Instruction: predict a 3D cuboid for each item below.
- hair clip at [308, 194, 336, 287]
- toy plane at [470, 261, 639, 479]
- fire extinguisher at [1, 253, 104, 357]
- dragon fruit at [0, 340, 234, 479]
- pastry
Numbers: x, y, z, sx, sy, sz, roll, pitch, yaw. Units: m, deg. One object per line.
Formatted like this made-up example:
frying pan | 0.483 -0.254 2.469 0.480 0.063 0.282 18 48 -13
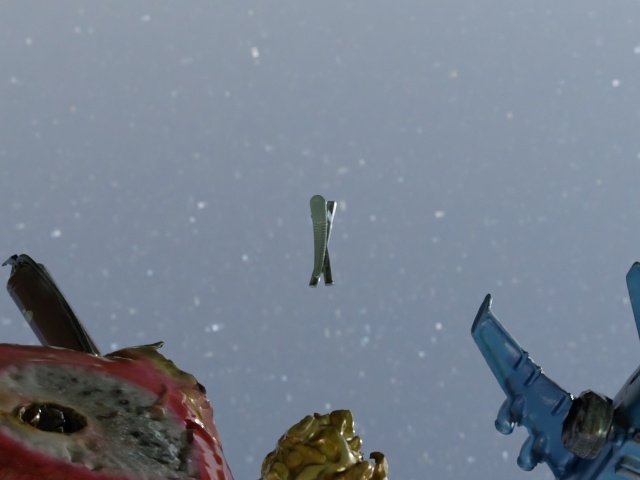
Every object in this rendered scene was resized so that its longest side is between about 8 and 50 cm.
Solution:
hair clip | -0.001 0.000 1.552 0.030 0.039 0.115 -12 -118 21
toy plane | 0.199 0.137 0.856 0.254 0.271 0.105 23 -148 1
fire extinguisher | -0.242 0.071 1.198 0.043 0.158 0.064 -26 163 -35
dragon fruit | -0.135 0.154 0.553 0.224 0.227 0.224 27 -170 -5
pastry | -0.029 0.248 1.120 0.102 0.250 0.154 27 -134 -3
